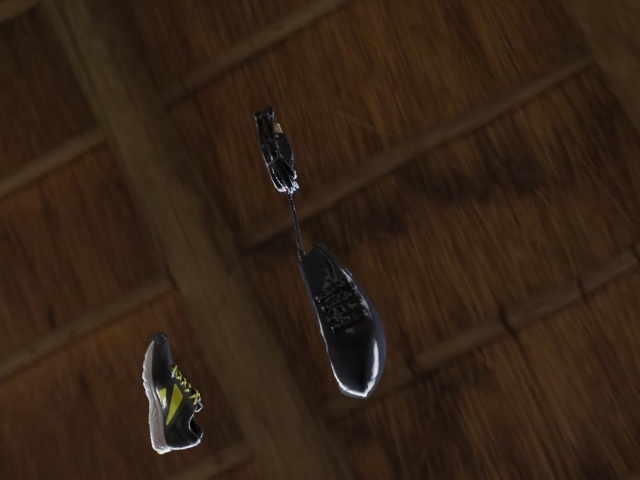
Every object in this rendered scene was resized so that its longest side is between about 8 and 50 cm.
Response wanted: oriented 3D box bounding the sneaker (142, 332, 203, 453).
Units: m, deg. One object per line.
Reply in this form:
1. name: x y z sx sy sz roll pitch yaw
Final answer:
1. sneaker: -0.096 0.099 0.953 0.035 0.031 0.083 -3 -73 6

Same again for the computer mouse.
1. computer mouse: 0.000 0.000 1.003 0.041 0.242 0.071 -19 -27 1
